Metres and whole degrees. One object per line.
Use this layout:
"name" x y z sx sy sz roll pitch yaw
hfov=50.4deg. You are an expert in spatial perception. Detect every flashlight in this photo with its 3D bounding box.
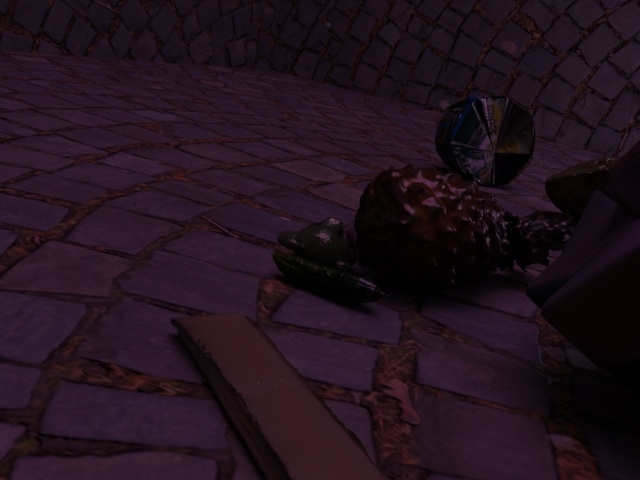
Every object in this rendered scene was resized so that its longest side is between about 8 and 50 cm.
"flashlight" 0.060 0.006 1.015 0.052 0.031 0.110 -15 24 -2

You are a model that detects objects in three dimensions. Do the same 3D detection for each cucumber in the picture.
"cucumber" 0.011 0.050 0.838 0.168 0.039 0.039 17 19 24

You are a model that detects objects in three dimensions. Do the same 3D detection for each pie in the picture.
"pie" 0.621 -0.120 1.485 0.248 0.090 0.201 -10 -31 34

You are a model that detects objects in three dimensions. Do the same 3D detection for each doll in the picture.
"doll" 0.000 0.000 0.940 0.115 0.077 0.150 21 6 -5

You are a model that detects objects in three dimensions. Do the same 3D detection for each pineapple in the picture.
"pineapple" 0.220 -0.008 0.952 0.361 0.175 0.175 6 18 -28

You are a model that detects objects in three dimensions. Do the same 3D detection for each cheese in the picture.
"cheese" -0.020 0.151 0.524 0.085 0.034 0.400 6 19 -32

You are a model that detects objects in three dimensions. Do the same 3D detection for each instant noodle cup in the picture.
"instant noodle cup" 0.414 -0.263 1.775 0.240 0.240 0.178 6 10 -16

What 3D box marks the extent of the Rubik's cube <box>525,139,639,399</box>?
"Rubik's cube" 0.429 0.023 0.654 0.358 0.368 0.387 44 16 2
